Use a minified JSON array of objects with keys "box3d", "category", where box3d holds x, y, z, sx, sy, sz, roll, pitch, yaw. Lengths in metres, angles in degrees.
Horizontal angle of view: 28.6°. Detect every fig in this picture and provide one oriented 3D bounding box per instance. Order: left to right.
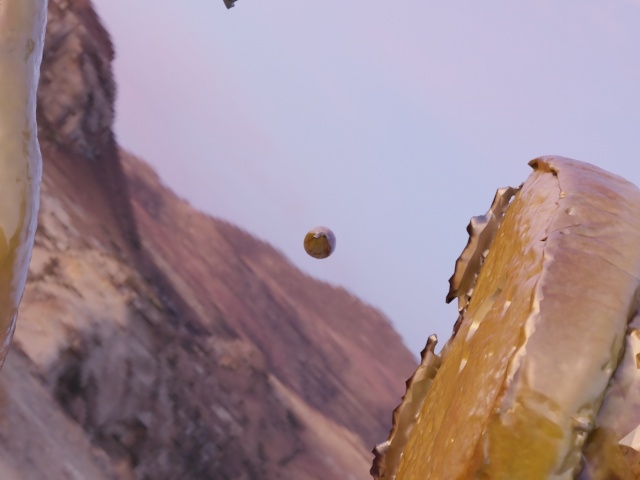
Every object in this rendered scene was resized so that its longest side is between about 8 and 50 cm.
[{"box3d":[0.000,0.000,1.834,0.050,0.050,0.083,45,-9,7],"category":"fig"}]

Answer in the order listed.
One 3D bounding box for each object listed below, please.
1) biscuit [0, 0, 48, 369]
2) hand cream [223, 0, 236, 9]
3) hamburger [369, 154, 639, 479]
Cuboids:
[{"box3d":[-0.301,-0.073,1.059,0.429,0.104,0.446,-27,-118,58],"category":"biscuit"},{"box3d":[-0.034,-0.379,1.640,0.052,0.248,0.075,-6,80,-63],"category":"hand cream"},{"box3d":[0.192,0.159,0.846,0.268,0.445,0.287,26,-10,-4],"category":"hamburger"}]
